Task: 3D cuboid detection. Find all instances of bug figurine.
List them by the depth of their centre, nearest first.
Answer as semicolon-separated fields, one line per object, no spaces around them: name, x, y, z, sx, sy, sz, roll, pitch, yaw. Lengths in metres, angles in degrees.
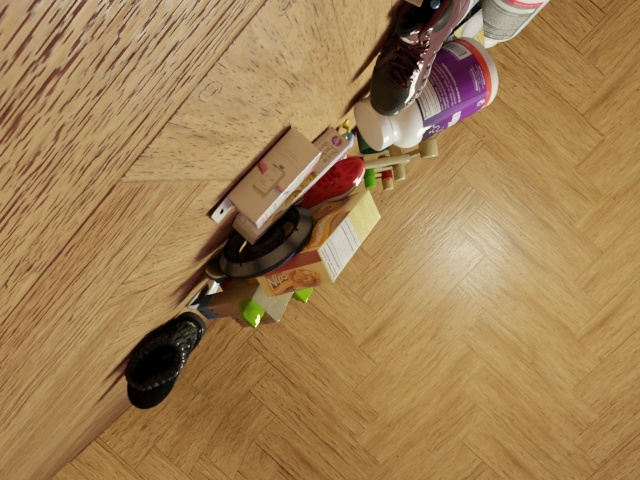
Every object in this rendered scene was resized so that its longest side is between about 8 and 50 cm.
bug figurine;0.007;-0.191;1.428;0.279;0.072;0.216;-48;180;8

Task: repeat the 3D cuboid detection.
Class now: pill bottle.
pill bottle;0.246;-0.340;1.269;0.323;0.182;0.181;-30;176;-12
pill bottle;0.478;-0.627;1.377;0.176;0.176;0.318;-47;180;-6

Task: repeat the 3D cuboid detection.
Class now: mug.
mug;0.187;-0.346;1.753;0.129;0.097;0.157;-12;177;18

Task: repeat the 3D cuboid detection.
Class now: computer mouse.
computer mouse;-0.315;0.138;1.565;0.193;0.042;0.106;-48;-179;-2

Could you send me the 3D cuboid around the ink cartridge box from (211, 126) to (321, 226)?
ink cartridge box;-0.091;-0.087;0.898;0.198;0.067;0.115;-47;180;-6

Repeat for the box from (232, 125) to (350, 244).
box;-0.060;-0.124;1.159;0.324;0.067;0.063;-46;180;-26

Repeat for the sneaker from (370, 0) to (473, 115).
sneaker;0.144;-0.332;0.919;0.162;0.106;0.281;-39;163;-54

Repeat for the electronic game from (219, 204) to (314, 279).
electronic game;-0.119;0.000;1.160;0.229;0.048;0.229;-21;-147;14

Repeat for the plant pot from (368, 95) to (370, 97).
plant pot;0.177;-0.359;1.430;0.096;0.109;0.109;-59;-175;-26

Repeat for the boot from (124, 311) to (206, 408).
boot;-0.457;0.363;1.455;0.348;0.131;0.260;-58;-175;10

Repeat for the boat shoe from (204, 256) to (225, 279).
boat shoe;-0.246;0.073;1.290;0.049;0.056;0.152;-53;179;15

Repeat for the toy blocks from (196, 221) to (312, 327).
toy blocks;-0.165;0.084;1.408;0.261;0.191;0.381;-15;-143;44

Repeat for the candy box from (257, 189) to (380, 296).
candy box;0.000;0.000;1.238;0.182;0.088;0.316;-17;-160;33

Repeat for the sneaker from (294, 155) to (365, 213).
sneaker;0.006;-0.143;1.266;0.221;0.087;0.128;-38;158;0

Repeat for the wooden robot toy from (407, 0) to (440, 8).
wooden robot toy;0.148;-0.368;0.667;0.173;0.076;0.079;-48;-145;5

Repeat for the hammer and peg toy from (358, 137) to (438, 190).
hammer and peg toy;0.195;-0.231;1.745;0.361;0.127;0.266;-10;177;-6

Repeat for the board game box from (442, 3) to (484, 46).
board game box;0.318;-0.480;1.389;0.243;0.042;0.165;-40;154;3
